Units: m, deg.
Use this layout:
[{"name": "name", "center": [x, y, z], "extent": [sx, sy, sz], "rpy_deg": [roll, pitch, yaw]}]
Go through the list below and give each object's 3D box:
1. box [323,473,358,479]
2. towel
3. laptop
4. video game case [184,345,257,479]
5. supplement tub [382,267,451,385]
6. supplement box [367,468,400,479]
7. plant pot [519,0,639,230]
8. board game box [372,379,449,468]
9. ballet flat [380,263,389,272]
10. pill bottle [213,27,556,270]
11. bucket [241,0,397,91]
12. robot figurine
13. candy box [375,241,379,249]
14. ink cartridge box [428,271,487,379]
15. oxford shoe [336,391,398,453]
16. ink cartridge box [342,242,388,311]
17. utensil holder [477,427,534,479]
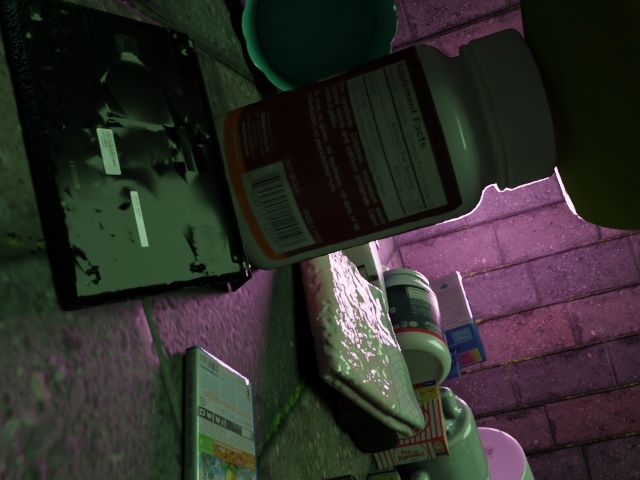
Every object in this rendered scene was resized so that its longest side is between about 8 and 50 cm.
[{"name": "box", "center": [0.057, 0.456, 0.745], "extent": [0.159, 0.044, 0.233], "rpy_deg": [62, 17, -46]}, {"name": "towel", "center": [0.065, 0.147, 0.992], "extent": [0.317, 0.053, 0.332], "rpy_deg": [46, 21, -42]}, {"name": "laptop", "center": [-0.159, -0.059, 0.514], "extent": [0.264, 0.136, 0.234], "rpy_deg": [-7, 80, -52]}, {"name": "video game case", "center": [-0.087, 0.192, 0.504], "extent": [0.119, 0.015, 0.166], "rpy_deg": [58, 20, -55]}, {"name": "supplement tub", "center": [0.202, 0.215, 1.363], "extent": [0.272, 0.191, 0.191], "rpy_deg": [-89, 159, -55]}, {"name": "supplement box", "center": [0.119, 0.465, 0.982], "extent": [0.083, 0.056, 0.083], "rpy_deg": [-66, 139, -72]}, {"name": "plant pot", "center": [0.351, -0.210, 0.633], "extent": [0.293, 0.274, 0.275], "rpy_deg": [50, 21, -21]}, {"name": "board game box", "center": [0.185, 0.380, 1.177], "extent": [0.193, 0.146, 0.045], "rpy_deg": [-76, 149, -68]}, {"name": "ballet flat", "center": [0.176, 0.119, 1.638], "extent": [0.248, 0.086, 0.086], "rpy_deg": [61, 17, -45]}, {"name": "pill bottle", "center": [0.074, -0.115, 0.727], "extent": [0.224, 0.392, 0.224], "rpy_deg": [-16, 90, -78]}, {"name": "bucket", "center": [-0.005, -0.405, 1.061], "extent": [0.183, 0.281, 0.281], "rpy_deg": [-98, 168, -69]}, {"name": "robot figurine", "center": [0.295, 0.519, 1.369], "extent": [0.300, 0.199, 0.353], "rpy_deg": [-44, 122, -42]}, {"name": "candy box", "center": [0.099, -0.098, 1.593], "extent": [0.159, 0.071, 0.233], "rpy_deg": [54, 23, -59]}, {"name": "ink cartridge box", "center": [0.346, 0.281, 1.738], "extent": [0.395, 0.270, 0.151], "rpy_deg": [-74, 141, -68]}, {"name": "oxford shoe", "center": [0.085, 0.316, 0.995], "extent": [0.076, 0.076, 0.212], "rpy_deg": [-103, 168, -45]}, {"name": "ink cartridge box", "center": [0.091, 0.051, 1.292], "extent": [0.148, 0.086, 0.203], "rpy_deg": [-86, 160, -61]}, {"name": "utensil holder", "center": [0.540, 0.846, 1.783], "extent": [0.327, 0.327, 0.385], "rpy_deg": [-81, 150, -64]}]
